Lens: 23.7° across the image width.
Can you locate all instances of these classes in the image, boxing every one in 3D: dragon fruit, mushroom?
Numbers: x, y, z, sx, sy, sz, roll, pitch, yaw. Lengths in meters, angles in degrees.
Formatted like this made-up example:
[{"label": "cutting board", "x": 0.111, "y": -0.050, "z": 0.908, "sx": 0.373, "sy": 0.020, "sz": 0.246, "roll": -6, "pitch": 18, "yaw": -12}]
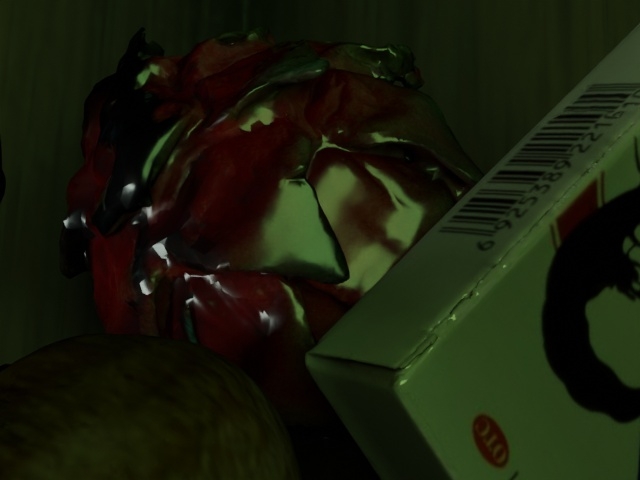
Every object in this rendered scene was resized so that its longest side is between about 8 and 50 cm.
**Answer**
[{"label": "dragon fruit", "x": -0.009, "y": -0.001, "z": 0.613, "sx": 0.188, "sy": 0.182, "sz": 0.182, "roll": -2, "pitch": 68, "yaw": 16}, {"label": "mushroom", "x": -0.109, "y": 0.145, "z": 0.496, "sx": 0.195, "sy": 0.263, "sz": 0.283, "roll": 27, "pitch": 30, "yaw": -8}]

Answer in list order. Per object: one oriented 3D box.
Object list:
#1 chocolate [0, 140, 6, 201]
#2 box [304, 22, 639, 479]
[{"label": "chocolate", "x": -0.259, "y": -0.028, "z": 0.600, "sx": 0.224, "sy": 0.206, "sz": 0.177, "roll": -17, "pitch": 32, "yaw": -30}, {"label": "box", "x": 0.163, "y": 0.110, "z": 0.599, "sx": 0.214, "sy": 0.069, "sz": 0.353, "roll": -44, "pitch": 114, "yaw": -24}]
